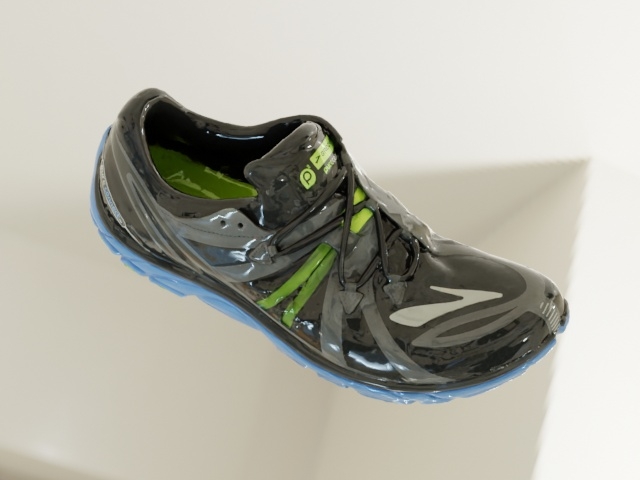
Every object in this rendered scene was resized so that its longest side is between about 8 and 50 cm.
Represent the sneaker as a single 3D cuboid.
[{"bbox_3d":[0.000,0.000,0.654,0.067,0.188,0.078,-56,164,-41],"label":"sneaker"}]
